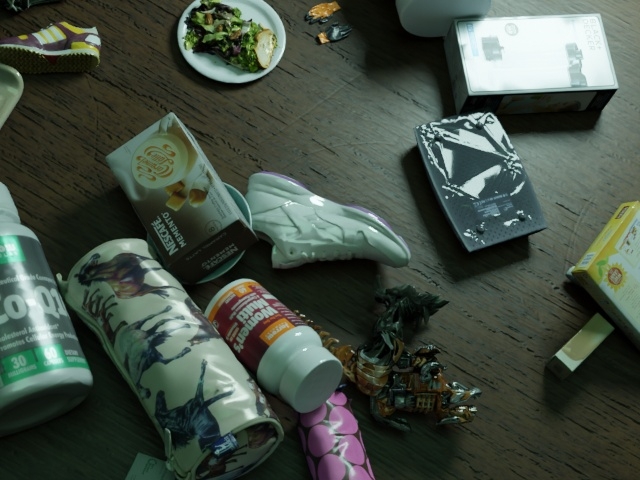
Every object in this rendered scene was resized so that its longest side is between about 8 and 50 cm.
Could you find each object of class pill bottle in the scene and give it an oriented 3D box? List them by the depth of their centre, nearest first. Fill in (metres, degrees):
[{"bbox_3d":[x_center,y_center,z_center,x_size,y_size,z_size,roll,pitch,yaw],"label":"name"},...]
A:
[{"bbox_3d":[-0.501,0.100,1.713,0.204,0.204,0.361,-21,72,-16],"label":"pill bottle"},{"bbox_3d":[-0.074,0.164,1.753,0.121,0.121,0.221,-38,53,-20],"label":"pill bottle"},{"bbox_3d":[0.203,-0.581,2.099,0.210,0.210,0.363,-5,68,-10],"label":"pill bottle"}]

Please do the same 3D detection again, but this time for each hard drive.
[{"bbox_3d":[0.278,-0.104,1.992,0.172,0.054,0.255,-17,71,-15],"label":"hard drive"}]

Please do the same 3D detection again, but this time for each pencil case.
[{"bbox_3d":[-0.238,0.183,1.713,0.183,0.160,0.410,-21,61,-37],"label":"pencil case"},{"bbox_3d":[0.031,0.332,1.729,0.098,0.095,0.209,10,47,-34],"label":"pencil case"}]

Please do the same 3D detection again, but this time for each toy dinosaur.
[{"bbox_3d":[0.111,0.182,1.804,0.321,0.164,0.218,26,81,-20],"label":"toy dinosaur"}]

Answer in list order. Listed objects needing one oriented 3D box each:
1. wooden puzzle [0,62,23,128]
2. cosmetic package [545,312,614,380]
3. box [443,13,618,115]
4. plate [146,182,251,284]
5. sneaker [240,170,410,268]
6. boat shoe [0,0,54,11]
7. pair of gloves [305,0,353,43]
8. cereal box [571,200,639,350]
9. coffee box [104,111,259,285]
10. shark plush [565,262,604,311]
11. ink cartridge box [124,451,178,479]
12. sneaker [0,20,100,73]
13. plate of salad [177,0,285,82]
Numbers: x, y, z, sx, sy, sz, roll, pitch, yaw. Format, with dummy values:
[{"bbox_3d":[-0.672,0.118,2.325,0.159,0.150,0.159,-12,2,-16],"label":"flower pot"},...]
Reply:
[{"bbox_3d":[-0.720,-0.208,1.882,0.322,0.080,0.348,23,66,2],"label":"wooden puzzle"},{"bbox_3d":[0.437,0.179,1.891,0.115,0.060,0.041,-40,77,-22],"label":"cosmetic package"},{"bbox_3d":[0.389,-0.327,2.084,0.289,0.087,0.169,-3,68,-9],"label":"box"},{"bbox_3d":[-0.201,-0.012,1.876,0.188,0.024,0.188,-6,67,14],"label":"plate"},{"bbox_3d":[0.000,0.000,1.894,0.305,0.114,0.152,22,78,7],"label":"sneaker"},{"bbox_3d":[-0.545,-0.452,2.011,0.219,0.078,0.070,-15,69,-16],"label":"boat shoe"},{"bbox_3d":[0.016,-0.411,2.110,0.074,0.010,0.083,-24,73,-17],"label":"pair of gloves"},{"bbox_3d":[0.556,0.077,1.911,0.240,0.047,0.173,48,67,-14],"label":"cereal box"},{"bbox_3d":[-0.229,-0.068,1.838,0.141,0.098,0.247,-34,63,2],"label":"coffee box"},{"bbox_3d":[0.504,0.096,1.957,0.067,0.073,0.161,-43,98,0],"label":"shark plush"},{"bbox_3d":[-0.143,0.431,1.655,0.332,0.065,0.165,18,26,2],"label":"ink cartridge box"},{"bbox_3d":[-0.484,-0.347,1.987,0.185,0.070,0.084,2,58,-14],"label":"sneaker"},{"bbox_3d":[-0.162,-0.379,2.051,0.199,0.048,0.200,3,67,-7],"label":"plate of salad"}]
